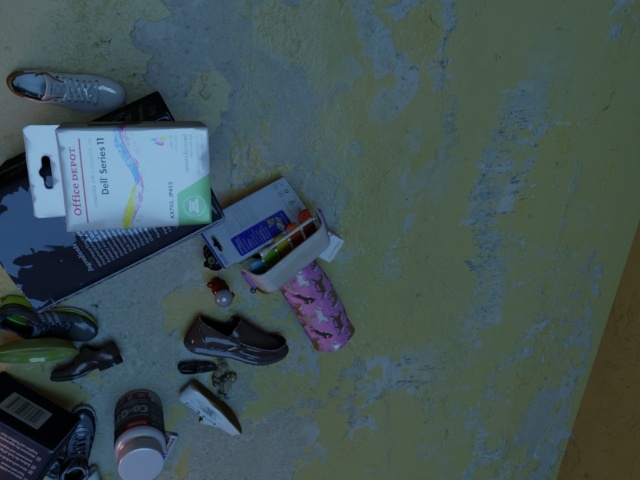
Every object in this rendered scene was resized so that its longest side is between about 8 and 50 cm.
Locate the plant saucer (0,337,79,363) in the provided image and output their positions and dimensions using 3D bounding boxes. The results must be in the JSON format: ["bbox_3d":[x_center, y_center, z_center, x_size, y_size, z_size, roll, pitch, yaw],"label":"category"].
[{"bbox_3d":[-0.850,0.327,1.656,0.240,0.241,0.037,-3,71,-19],"label":"plant saucer"}]

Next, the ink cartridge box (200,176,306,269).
[{"bbox_3d":[-0.205,-0.050,1.708,0.332,0.065,0.165,-31,84,-24],"label":"ink cartridge box"}]

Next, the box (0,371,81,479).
[{"bbox_3d":[-0.981,0.662,1.679,0.293,0.212,0.396,34,97,-6],"label":"box"}]

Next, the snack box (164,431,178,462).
[{"bbox_3d":[-0.586,0.775,2.023,0.064,0.022,0.178,22,102,-27],"label":"snack box"}]

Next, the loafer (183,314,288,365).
[{"bbox_3d":[-0.272,0.332,1.890,0.365,0.134,0.130,10,108,-23],"label":"loafer"}]

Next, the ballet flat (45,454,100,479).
[{"bbox_3d":[-0.832,0.814,1.914,0.096,0.095,0.280,-51,119,-12],"label":"ballet flat"}]

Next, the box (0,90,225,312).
[{"bbox_3d":[-0.544,-0.131,1.408,0.471,0.480,0.298,-29,116,-7],"label":"box"}]

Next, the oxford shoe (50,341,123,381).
[{"bbox_3d":[-0.759,0.386,1.781,0.227,0.083,0.096,-20,94,-9],"label":"oxford shoe"}]

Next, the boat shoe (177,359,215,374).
[{"bbox_3d":[-0.429,0.446,1.934,0.132,0.042,0.049,7,106,-23],"label":"boat shoe"}]

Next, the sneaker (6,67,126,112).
[{"bbox_3d":[-0.665,-0.388,1.463,0.290,0.123,0.106,1,109,-21],"label":"sneaker"}]

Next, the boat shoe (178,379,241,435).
[{"bbox_3d":[-0.396,0.617,1.989,0.096,0.098,0.277,-40,109,0],"label":"boat shoe"}]

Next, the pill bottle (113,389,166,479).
[{"bbox_3d":[-0.591,0.637,1.815,0.161,0.283,0.161,-7,113,-17],"label":"pill bottle"}]

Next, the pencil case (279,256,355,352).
[{"bbox_3d":[-0.025,0.217,1.920,0.160,0.167,0.386,-43,120,-24],"label":"pencil case"}]

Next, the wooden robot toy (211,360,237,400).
[{"bbox_3d":[-0.336,0.491,1.985,0.079,0.076,0.173,-34,132,-46],"label":"wooden robot toy"}]

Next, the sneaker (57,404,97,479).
[{"bbox_3d":[-0.786,0.687,1.810,0.101,0.153,0.269,12,85,-27],"label":"sneaker"}]

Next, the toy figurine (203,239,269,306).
[{"bbox_3d":[-0.266,0.092,1.786,0.209,0.148,0.213,-12,114,-15],"label":"toy figurine"}]

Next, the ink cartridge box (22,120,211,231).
[{"bbox_3d":[-0.406,-0.132,1.120,0.353,0.119,0.207,-5,109,-17],"label":"ink cartridge box"}]

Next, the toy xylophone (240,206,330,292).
[{"bbox_3d":[-0.095,0.022,1.681,0.322,0.081,0.236,-35,149,-18],"label":"toy xylophone"}]

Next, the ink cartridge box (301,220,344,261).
[{"bbox_3d":[0.000,0.000,1.877,0.143,0.090,0.092,29,99,-28],"label":"ink cartridge box"}]

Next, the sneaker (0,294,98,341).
[{"bbox_3d":[-0.827,0.260,1.668,0.299,0.121,0.111,16,106,-24],"label":"sneaker"}]
